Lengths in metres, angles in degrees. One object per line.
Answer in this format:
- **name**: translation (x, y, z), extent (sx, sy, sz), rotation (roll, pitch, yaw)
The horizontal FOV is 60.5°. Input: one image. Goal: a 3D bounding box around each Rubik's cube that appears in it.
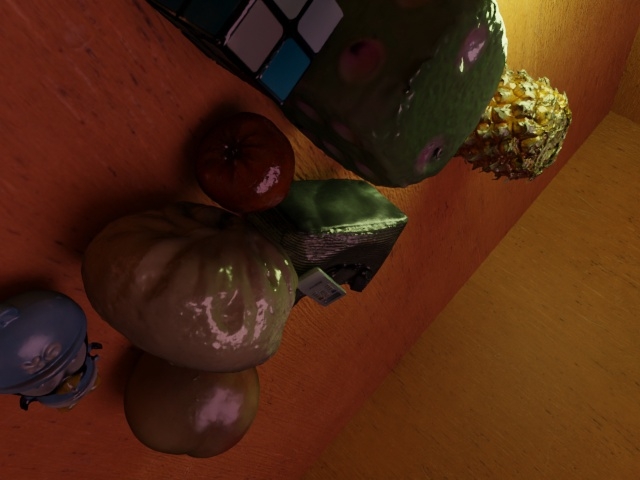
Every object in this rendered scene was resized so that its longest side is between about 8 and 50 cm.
- **Rubik's cube**: translation (-0.103, -0.329, 0.773), extent (0.167, 0.183, 0.180), rotation (-53, 155, 4)

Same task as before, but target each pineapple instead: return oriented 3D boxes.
- **pineapple**: translation (0.574, -0.347, 1.669), extent (0.352, 0.300, 0.353), rotation (-31, 140, -30)

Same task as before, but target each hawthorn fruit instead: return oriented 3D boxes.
- **hawthorn fruit**: translation (-0.127, -0.125, 0.987), extent (0.179, 0.179, 0.200), rotation (-48, 162, -9)

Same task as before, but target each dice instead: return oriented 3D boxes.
- **dice**: translation (0.108, -0.303, 0.973), extent (0.330, 0.322, 0.318), rotation (-54, 152, 0)

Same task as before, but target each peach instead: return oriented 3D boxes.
- **peach**: translation (-0.269, 0.329, 1.188), extent (0.247, 0.292, 0.292), rotation (-92, -157, -63)

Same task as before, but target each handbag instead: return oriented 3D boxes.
- **handbag**: translation (0.000, 0.000, 1.236), extent (0.340, 0.247, 0.240), rotation (-10, 131, -34)

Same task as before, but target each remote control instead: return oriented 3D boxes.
- **remote control**: translation (0.002, 0.097, 1.137), extent (0.061, 0.029, 0.162), rotation (-29, 153, 8)

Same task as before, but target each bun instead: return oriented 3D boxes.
- **bun**: translation (-0.196, 0.055, 0.918), extent (0.359, 0.359, 0.211), rotation (2, 118, -57)

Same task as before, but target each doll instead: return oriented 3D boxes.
- **doll**: translation (-0.451, 0.187, 0.893), extent (0.177, 0.141, 0.314), rotation (-42, 154, -25)
